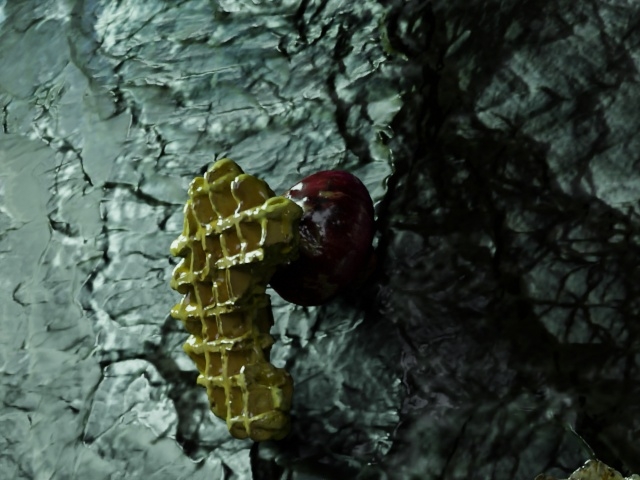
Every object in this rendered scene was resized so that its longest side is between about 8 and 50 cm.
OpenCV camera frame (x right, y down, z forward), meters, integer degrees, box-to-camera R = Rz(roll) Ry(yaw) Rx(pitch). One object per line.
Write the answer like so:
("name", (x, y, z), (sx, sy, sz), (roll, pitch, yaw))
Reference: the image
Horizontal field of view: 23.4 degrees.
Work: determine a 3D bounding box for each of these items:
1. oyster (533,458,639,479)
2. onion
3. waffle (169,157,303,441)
("oyster", (0.139, 0.182, 0.839), (0.086, 0.029, 0.132), (6, 63, 42))
("onion", (0.000, 0.000, 1.151), (0.107, 0.097, 0.107), (-46, 23, 26))
("waffle", (-0.054, 0.042, 1.103), (0.051, 0.194, 0.149), (-11, 35, -35))
